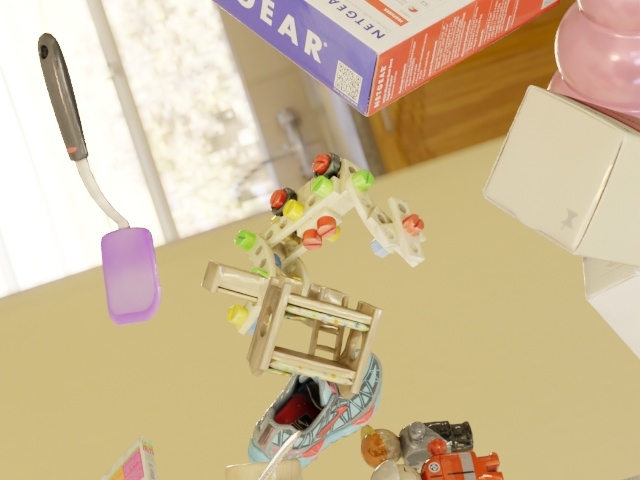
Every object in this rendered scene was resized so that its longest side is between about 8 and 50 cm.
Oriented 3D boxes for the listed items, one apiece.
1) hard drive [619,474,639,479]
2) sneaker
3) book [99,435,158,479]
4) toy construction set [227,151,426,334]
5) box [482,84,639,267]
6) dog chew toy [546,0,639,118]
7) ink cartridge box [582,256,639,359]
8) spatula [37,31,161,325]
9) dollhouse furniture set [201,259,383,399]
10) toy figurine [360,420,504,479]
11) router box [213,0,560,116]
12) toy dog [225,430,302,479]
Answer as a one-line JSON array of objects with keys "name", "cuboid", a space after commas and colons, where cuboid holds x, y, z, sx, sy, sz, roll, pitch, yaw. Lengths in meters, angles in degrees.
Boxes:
[{"name": "hard drive", "cuboid": [0.329, 0.196, 1.034, 0.172, 0.255, 0.054, 31, -133, -48]}, {"name": "sneaker", "cuboid": [0.008, 0.227, 1.995, 0.104, 0.262, 0.125, 33, 139, 21]}, {"name": "book", "cuboid": [-0.247, 0.327, 1.817, 0.035, 0.096, 0.144, 33, -167, -22]}, {"name": "toy construction set", "cuboid": [0.000, 0.000, 2.105, 0.151, 0.328, 0.215, 44, -148, -39]}, {"name": "box", "cuboid": [0.308, -0.055, 1.413, 0.148, 0.232, 0.127, 38, 111, 48]}, {"name": "dog chew toy", "cuboid": [0.375, -0.219, 1.703, 0.206, 0.207, 0.332, -114, 13, -47]}, {"name": "ink cartridge box", "cuboid": [0.454, 0.047, 2.025, 0.154, 0.093, 0.212, 44, -152, -25]}, {"name": "spatula", "cuboid": [-0.220, -0.060, 1.370, 0.084, 0.030, 0.296, -9, 105, 42]}, {"name": "dollhouse furniture set", "cuboid": [-0.055, 0.088, 1.479, 0.161, 0.182, 0.101, -161, 87, -72]}, {"name": "toy figurine", "cuboid": [0.116, 0.315, 1.587, 0.209, 0.148, 0.213, -126, 32, -76]}, {"name": "router box", "cuboid": [0.037, -0.305, 1.450, 0.335, 0.301, 0.082, 40, 143, 25]}, {"name": "toy dog", "cuboid": [-0.027, 0.290, 1.359, 0.333, 0.161, 0.220, -68, -34, -78]}]
